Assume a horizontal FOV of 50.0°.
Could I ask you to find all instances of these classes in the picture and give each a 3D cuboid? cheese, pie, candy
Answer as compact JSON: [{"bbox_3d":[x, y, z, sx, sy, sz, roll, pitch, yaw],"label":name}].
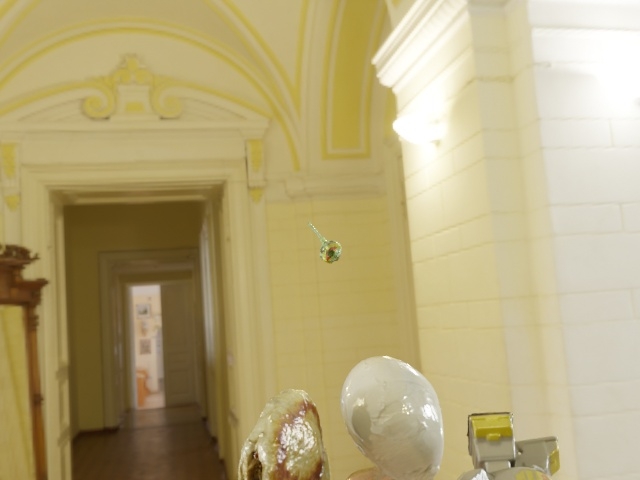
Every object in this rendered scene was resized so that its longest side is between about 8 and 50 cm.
[{"bbox_3d":[0.123,0.290,1.159,0.154,0.198,0.189,-42,-65,19],"label":"cheese"},{"bbox_3d":[-0.045,0.334,1.041,0.084,0.205,0.179,6,26,33],"label":"pie"},{"bbox_3d":[0.000,0.000,0.766,0.023,0.025,0.083,-10,29,-21],"label":"candy"}]

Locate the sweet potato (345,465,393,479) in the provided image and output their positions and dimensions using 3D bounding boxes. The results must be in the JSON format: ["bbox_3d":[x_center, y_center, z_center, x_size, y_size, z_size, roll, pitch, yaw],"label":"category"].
[{"bbox_3d":[0.144,0.461,1.254,0.097,0.097,0.292,1,-14,-40],"label":"sweet potato"}]

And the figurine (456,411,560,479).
[{"bbox_3d":[0.296,0.409,0.994,0.308,0.308,0.143,-1,-43,-24],"label":"figurine"}]
